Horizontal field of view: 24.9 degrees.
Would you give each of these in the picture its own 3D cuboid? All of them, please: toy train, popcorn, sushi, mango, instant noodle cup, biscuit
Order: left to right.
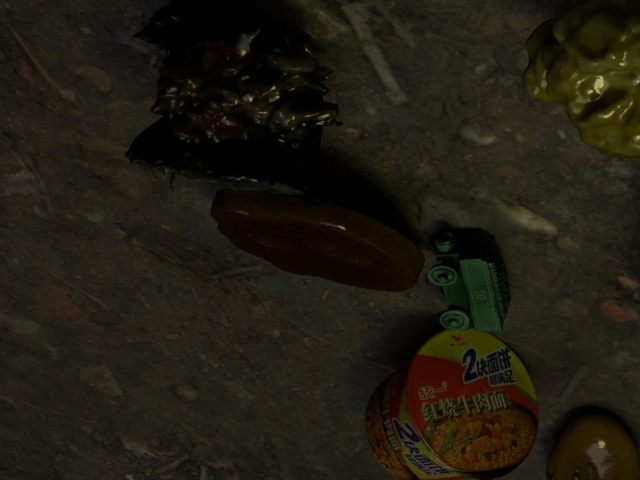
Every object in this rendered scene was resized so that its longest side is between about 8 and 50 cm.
[{"bbox_3d":[-0.095,-0.160,1.614,0.239,0.218,0.225,2,-177,-1],"label":"sushi"},{"bbox_3d":[0.000,-0.002,1.816,0.257,0.049,0.273,8,162,22],"label":"biscuit"},{"bbox_3d":[0.168,0.244,2.000,0.213,0.213,0.174,30,149,-15],"label":"instant noodle cup"},{"bbox_3d":[0.191,0.053,1.853,0.099,0.070,0.172,-3,137,14],"label":"toy train"},{"bbox_3d":[0.392,0.323,2.085,0.137,0.098,0.195,7,136,20],"label":"mango"},{"bbox_3d":[0.324,-0.177,1.420,0.235,0.217,0.181,-8,109,38],"label":"popcorn"}]
